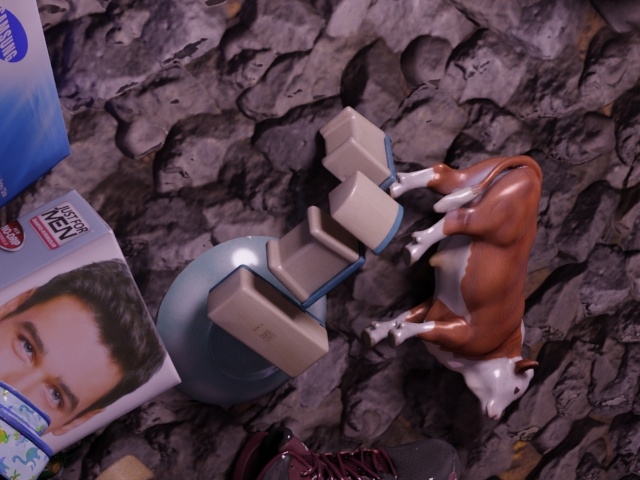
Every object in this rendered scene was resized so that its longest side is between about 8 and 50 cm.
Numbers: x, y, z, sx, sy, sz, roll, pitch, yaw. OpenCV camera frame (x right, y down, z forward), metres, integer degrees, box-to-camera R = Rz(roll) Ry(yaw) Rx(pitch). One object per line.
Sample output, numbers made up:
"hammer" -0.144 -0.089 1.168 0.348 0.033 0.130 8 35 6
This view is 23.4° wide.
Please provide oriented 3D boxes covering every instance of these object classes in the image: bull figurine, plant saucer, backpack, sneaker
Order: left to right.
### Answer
"backpack" -0.285 0.166 1.330 0.105 0.114 0.084 46 68 -33
"plant saucer" -0.074 0.091 1.592 0.195 0.037 0.195 -11 117 -24
"sneaker" 0.017 0.253 1.674 0.281 0.106 0.162 -26 119 -14
"bull figurine" 0.154 0.052 1.654 0.188 0.101 0.310 -6 115 -23

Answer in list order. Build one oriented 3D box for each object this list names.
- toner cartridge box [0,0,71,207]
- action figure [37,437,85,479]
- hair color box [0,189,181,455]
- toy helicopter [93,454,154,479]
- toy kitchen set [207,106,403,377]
"toner cartridge box" -0.297 -0.110 1.219 0.165 0.075 0.348 -41 168 -15
"action figure" -0.329 0.249 1.514 0.232 0.063 0.137 -36 132 -7
"hair color box" -0.339 0.130 1.424 0.374 0.113 0.185 -29 122 -14
"toy helicopter" -0.281 0.347 1.514 0.355 0.140 0.235 -48 167 9
"toy kitchen set" 0.000 0.000 1.548 0.207 0.166 0.122 -38 120 22
